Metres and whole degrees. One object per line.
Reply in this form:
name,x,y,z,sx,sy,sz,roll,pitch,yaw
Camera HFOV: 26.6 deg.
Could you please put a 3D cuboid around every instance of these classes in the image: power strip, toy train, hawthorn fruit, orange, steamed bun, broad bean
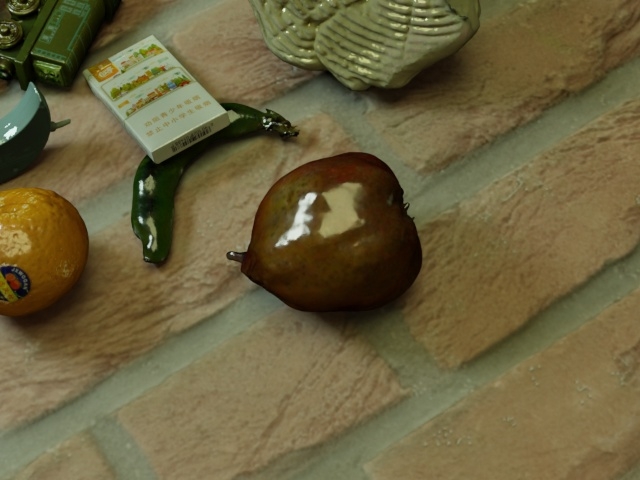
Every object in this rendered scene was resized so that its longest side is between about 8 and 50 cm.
power strip,-0.438,-0.136,1.821,0.216,0.137,0.044,-23,56,-17
toy train,-0.383,-0.312,1.950,0.137,0.090,0.225,17,62,6
hawthorn fruit,0.000,0.000,1.720,0.248,0.208,0.208,-19,61,9
orange,-0.381,0.015,1.718,0.177,0.155,0.177,-21,28,12
steamed bun,0.056,-0.355,1.886,0.320,0.275,0.206,35,32,-11
broad bean,-0.172,-0.099,1.845,0.144,0.049,0.292,37,68,23

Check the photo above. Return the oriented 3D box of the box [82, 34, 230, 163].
box,-0.232,-0.199,1.885,0.122,0.032,0.220,-31,50,-14
